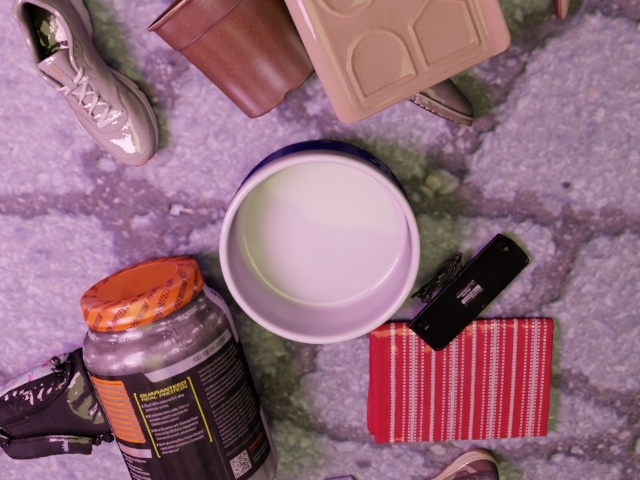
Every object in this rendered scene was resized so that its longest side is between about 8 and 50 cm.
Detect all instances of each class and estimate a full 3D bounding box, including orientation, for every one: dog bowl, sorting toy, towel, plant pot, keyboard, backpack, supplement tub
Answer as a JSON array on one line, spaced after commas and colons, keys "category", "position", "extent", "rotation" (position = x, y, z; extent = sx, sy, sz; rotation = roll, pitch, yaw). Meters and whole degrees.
[{"category": "dog bowl", "position": [0.000, 0.000, 1.062], "extent": [0.264, 0.104, 0.265], "rotation": [0, 110, 1]}, {"category": "sorting toy", "position": [0.066, -0.316, 0.898], "extent": [0.229, 0.041, 0.307], "rotation": [-24, 111, 2]}, {"category": "towel", "position": [0.206, 0.209, 1.170], "extent": [0.274, 0.031, 0.199], "rotation": [-2, 107, 0]}, {"category": "plant pot", "position": [-0.092, -0.251, 0.954], "extent": [0.167, 0.167, 0.165], "rotation": [-38, 112, 13]}, {"category": "keyboard", "position": [0.200, 0.063, 1.115], "extent": [0.192, 0.038, 0.100], "rotation": [-46, 115, 4]}, {"category": "backpack", "position": [-0.396, 0.247, 1.155], "extent": [0.182, 0.115, 0.152], "rotation": [-22, 96, 10]}, {"category": "supplement tub", "position": [-0.198, 0.207, 1.086], "extent": [0.207, 0.207, 0.338], "rotation": [-13, 109, 6]}]

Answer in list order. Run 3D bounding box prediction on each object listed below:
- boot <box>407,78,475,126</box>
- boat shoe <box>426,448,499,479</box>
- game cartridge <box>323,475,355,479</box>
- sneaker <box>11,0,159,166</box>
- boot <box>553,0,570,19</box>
[{"category": "boot", "position": [0.161, -0.272, 0.987], "extent": [0.189, 0.076, 0.208], "rotation": [29, 101, -10]}, {"category": "boat shoe", "position": [0.190, 0.417, 1.220], "extent": [0.080, 0.073, 0.223], "rotation": [42, 105, -12]}, {"category": "game cartridge", "position": [0.038, 0.417, 1.255], "extent": [0.056, 0.017, 0.083], "rotation": [-8, 109, 8]}, {"category": "sneaker", "position": [-0.306, -0.200, 0.990], "extent": [0.099, 0.121, 0.262], "rotation": [-29, 106, 12]}, {"category": "boot", "position": [0.330, -0.341, 0.966], "extent": [0.087, 0.042, 0.118], "rotation": [-11, 109, 3]}]
